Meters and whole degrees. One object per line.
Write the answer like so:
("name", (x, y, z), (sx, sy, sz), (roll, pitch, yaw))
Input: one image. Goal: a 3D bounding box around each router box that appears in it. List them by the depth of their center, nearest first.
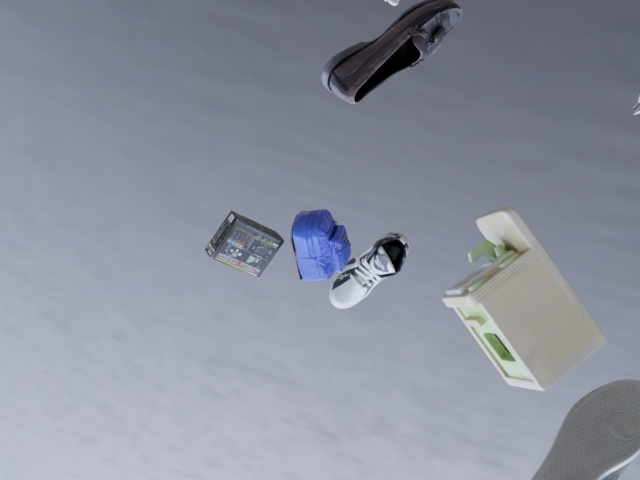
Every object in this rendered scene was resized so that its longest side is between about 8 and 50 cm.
("router box", (-0.141, 0.009, 1.893), (0.122, 0.092, 0.038), (26, -166, -38))

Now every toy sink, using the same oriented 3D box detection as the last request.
("toy sink", (0.270, 0.087, 1.456), (0.234, 0.131, 0.153), (55, 170, -2))

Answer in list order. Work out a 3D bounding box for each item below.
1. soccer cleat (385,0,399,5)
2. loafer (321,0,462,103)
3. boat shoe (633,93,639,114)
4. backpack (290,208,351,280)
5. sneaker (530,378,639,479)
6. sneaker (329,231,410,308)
("soccer cleat", (0.107, -0.377, 1.463), (0.029, 0.083, 0.035), (21, 145, -27))
("loafer", (0.149, -0.346, 1.879), (0.095, 0.302, 0.109), (51, 168, 36))
("boat shoe", (0.702, -0.308, 2.151), (0.043, 0.049, 0.137), (62, 163, 10))
("backpack", (0.000, 0.000, 1.904), (0.101, 0.098, 0.120), (-9, 119, 16))
("sneaker", (0.356, 0.321, 1.384), (0.104, 0.296, 0.147), (33, 155, 25))
("sneaker", (0.118, 0.066, 2.350), (0.094, 0.235, 0.153), (54, 175, 3))
